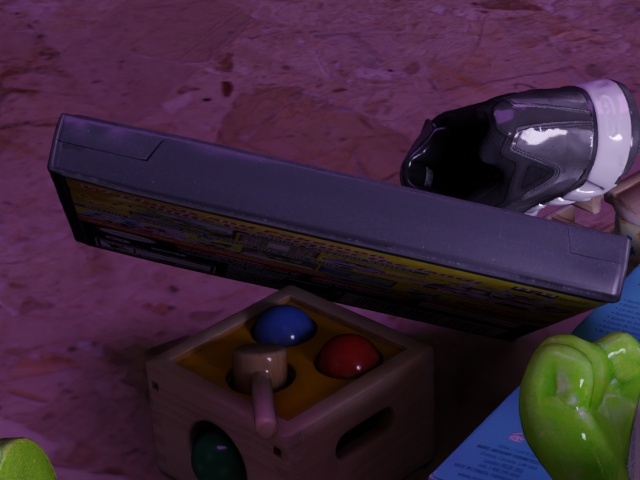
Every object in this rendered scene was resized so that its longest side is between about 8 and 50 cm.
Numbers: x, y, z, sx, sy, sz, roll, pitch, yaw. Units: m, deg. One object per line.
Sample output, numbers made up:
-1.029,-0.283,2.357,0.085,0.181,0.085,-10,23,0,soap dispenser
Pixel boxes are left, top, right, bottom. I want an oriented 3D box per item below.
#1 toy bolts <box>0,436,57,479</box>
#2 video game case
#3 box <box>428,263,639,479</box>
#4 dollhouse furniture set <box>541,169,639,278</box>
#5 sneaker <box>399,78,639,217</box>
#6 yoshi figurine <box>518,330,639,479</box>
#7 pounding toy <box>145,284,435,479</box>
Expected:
-0.183,0.202,0.656,0.158,0.218,0.228,1,63,12,toy bolts
0.000,0.000,0.913,0.275,0.035,0.248,13,-8,-3,video game case
0.141,0.102,0.852,0.060,0.100,0.244,14,32,31,box
0.174,-0.033,1.016,0.101,0.182,0.161,-26,36,-36,dollhouse furniture set
0.084,-0.032,1.008,0.106,0.078,0.234,1,-20,-23,sneaker
0.182,0.098,0.624,0.203,0.203,0.362,-29,-8,-4,yoshi figurine
-0.019,0.086,0.899,0.130,0.100,0.141,22,37,40,pounding toy
